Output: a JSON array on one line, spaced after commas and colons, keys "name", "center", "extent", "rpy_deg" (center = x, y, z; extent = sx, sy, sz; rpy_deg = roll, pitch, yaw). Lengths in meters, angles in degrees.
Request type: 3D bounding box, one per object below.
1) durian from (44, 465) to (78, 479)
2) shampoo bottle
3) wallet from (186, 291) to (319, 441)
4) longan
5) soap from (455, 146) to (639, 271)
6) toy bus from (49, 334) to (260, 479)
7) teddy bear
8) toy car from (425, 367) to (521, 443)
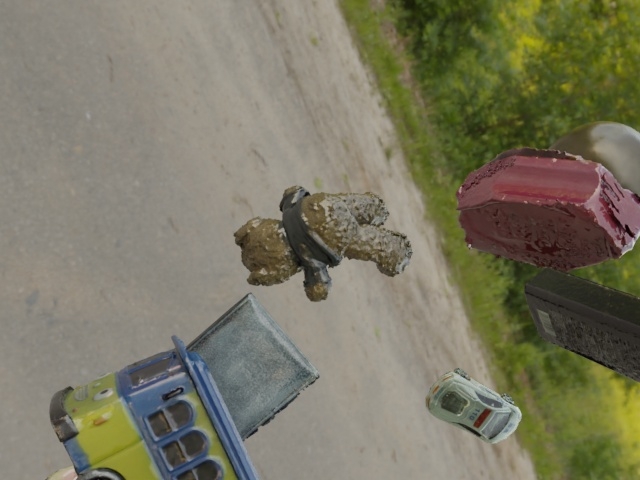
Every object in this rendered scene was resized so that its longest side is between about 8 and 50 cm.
[{"name": "durian", "center": [-0.378, 0.454, 1.364], "extent": [0.183, 0.249, 0.138], "rpy_deg": [-30, 110, -45]}, {"name": "shampoo bottle", "center": [0.368, 0.116, 0.875], "extent": [0.309, 0.071, 0.098], "rpy_deg": [26, -33, 58]}, {"name": "wallet", "center": [-0.134, 0.203, 1.116], "extent": [0.167, 0.222, 0.036], "rpy_deg": [49, -3, -7]}, {"name": "longan", "center": [0.513, -0.094, 1.422], "extent": [0.248, 0.248, 0.248], "rpy_deg": [47, 35, -49]}, {"name": "soap", "center": [0.352, -0.045, 1.196], "extent": [0.112, 0.289, 0.182], "rpy_deg": [-58, 138, -22]}, {"name": "toy bus", "center": [-0.157, 0.265, 0.825], "extent": [0.288, 0.175, 0.138], "rpy_deg": [67, -13, -9]}, {"name": "teddy bear", "center": [0.001, -0.012, 1.139], "extent": [0.129, 0.251, 0.182], "rpy_deg": [83, -10, -55]}, {"name": "toy car", "center": [0.281, 0.306, 1.402], "extent": [0.204, 0.095, 0.056], "rpy_deg": [31, 11, -20]}]
